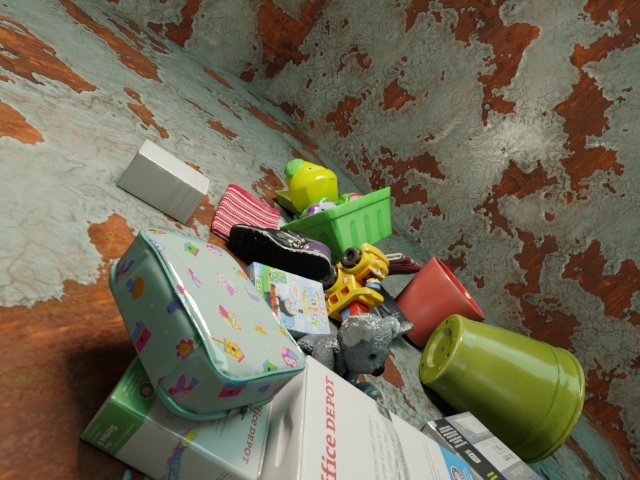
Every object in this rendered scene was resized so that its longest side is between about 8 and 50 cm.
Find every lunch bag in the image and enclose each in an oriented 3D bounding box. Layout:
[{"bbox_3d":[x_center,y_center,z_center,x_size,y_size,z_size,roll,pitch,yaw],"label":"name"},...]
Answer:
[{"bbox_3d":[-0.155,0.118,0.605,0.279,0.108,0.224,51,12,27],"label":"lunch bag"}]

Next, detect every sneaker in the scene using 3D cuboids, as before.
[{"bbox_3d":[-0.107,0.017,1.150,0.283,0.107,0.124,21,28,-7],"label":"sneaker"}]

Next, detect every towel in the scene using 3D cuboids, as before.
[{"bbox_3d":[0.206,0.096,1.454,0.329,0.237,0.037,23,59,-65],"label":"towel"},{"bbox_3d":[-0.212,-0.059,1.255,0.199,0.031,0.275,32,27,-19],"label":"towel"}]

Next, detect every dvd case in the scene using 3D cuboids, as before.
[{"bbox_3d":[0.191,0.229,1.398,0.164,0.018,0.221,-11,52,-38],"label":"dvd case"}]

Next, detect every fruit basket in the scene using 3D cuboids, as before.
[{"bbox_3d":[0.033,-0.129,1.415,0.392,0.283,0.392,17,66,-43],"label":"fruit basket"}]

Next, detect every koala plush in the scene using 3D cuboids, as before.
[{"bbox_3d":[0.063,0.236,0.891,0.196,0.221,0.203,18,30,-51],"label":"koala plush"}]

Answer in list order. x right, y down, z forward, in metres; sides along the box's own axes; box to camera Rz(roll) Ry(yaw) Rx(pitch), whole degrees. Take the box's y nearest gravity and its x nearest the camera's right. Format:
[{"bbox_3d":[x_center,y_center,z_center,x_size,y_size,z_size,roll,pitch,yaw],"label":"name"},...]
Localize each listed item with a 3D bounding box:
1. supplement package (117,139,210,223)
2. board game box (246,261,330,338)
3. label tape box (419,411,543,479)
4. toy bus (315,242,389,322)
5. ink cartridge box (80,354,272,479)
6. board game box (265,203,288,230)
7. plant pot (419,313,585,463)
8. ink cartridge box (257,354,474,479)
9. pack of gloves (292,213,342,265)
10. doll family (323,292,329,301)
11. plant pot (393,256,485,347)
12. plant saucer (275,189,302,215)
[{"bbox_3d":[-0.381,-0.144,1.038,0.179,0.105,0.105,34,20,-25],"label":"supplement package"},{"bbox_3d":[-0.075,0.151,1.007,0.211,0.039,0.160,22,42,-36],"label":"board game box"},{"bbox_3d":[0.384,0.544,0.918,0.240,0.106,0.333,17,18,-47],"label":"label tape box"},{"bbox_3d":[0.108,0.149,1.207,0.149,0.220,0.211,34,25,-38],"label":"toy bus"},{"bbox_3d":[-0.182,0.243,0.585,0.212,0.093,0.154,36,19,-12],"label":"ink cartridge box"},{"bbox_3d":[-0.172,-0.068,1.415,0.103,0.026,0.154,41,18,-2],"label":"board game box"},{"bbox_3d":[0.510,0.410,1.286,0.353,0.366,0.366,29,19,0],"label":"plant pot"},{"bbox_3d":[0.074,0.403,0.624,0.395,0.166,0.285,38,18,-14],"label":"ink cartridge box"},{"bbox_3d":[0.000,0.000,1.500,0.195,0.046,0.232,-12,69,-46],"label":"pack of gloves"},{"bbox_3d":[-0.045,0.117,1.193,0.111,0.076,0.193,34,24,-36],"label":"doll family"},{"bbox_3d":[0.403,0.235,1.512,0.275,0.243,0.275,45,16,-17],"label":"plant pot"},{"bbox_3d":[-0.080,-0.136,1.688,0.188,0.045,0.188,33,17,11],"label":"plant saucer"}]
